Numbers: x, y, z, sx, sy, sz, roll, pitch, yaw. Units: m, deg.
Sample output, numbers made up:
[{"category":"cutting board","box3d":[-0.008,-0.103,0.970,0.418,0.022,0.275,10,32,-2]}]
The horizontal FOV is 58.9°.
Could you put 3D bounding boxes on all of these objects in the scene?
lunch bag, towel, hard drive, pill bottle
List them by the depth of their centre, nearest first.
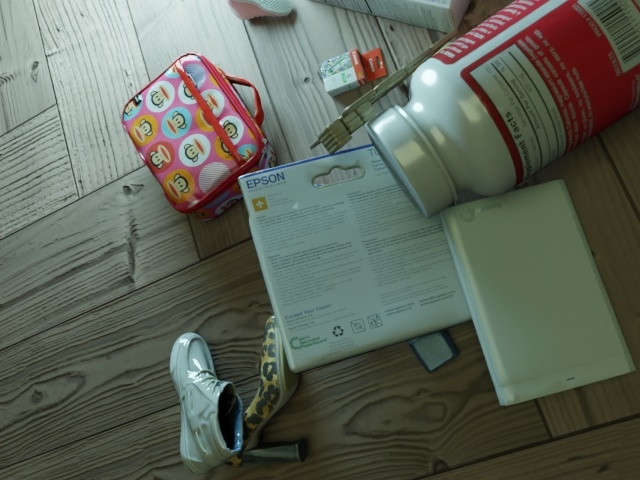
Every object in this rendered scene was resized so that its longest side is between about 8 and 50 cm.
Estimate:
[{"category":"pill bottle","box3d":[0.283,-0.212,0.834,0.408,0.229,0.229,-33,72,5]},{"category":"hard drive","box3d":[0.326,0.074,0.872,0.203,0.040,0.307,-14,77,-3]},{"category":"towel","box3d":[0.176,0.157,0.954,0.067,0.029,0.119,-34,71,11]},{"category":"lunch bag","box3d":[-0.224,-0.212,1.114,0.258,0.120,0.293,-37,73,8]}]

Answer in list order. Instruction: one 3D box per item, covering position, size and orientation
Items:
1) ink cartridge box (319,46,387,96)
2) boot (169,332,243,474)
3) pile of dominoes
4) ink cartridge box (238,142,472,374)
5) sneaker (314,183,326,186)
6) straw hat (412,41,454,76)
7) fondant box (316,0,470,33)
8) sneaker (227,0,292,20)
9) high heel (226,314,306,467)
[{"category":"ink cartridge box","box3d":[0.061,-0.321,1.064,0.115,0.029,0.062,-17,76,18]},{"category":"boot","box3d":[-0.191,0.267,1.005,0.123,0.095,0.258,-35,56,32]},{"category":"pile of dominoes","box3d":[0.103,-0.228,0.932,0.251,0.196,0.040,-38,95,-15]},{"category":"ink cartridge box","box3d":[0.063,0.014,0.931,0.324,0.071,0.330,-15,74,-8]},{"category":"sneaker","box3d":[0.000,0.000,1.010,0.083,0.087,0.221,-17,77,18]},{"category":"straw hat","box3d":[0.223,-0.293,0.984,0.145,0.061,0.144,-3,81,20]},{"category":"fondant box","box3d":[0.135,-0.541,1.034,0.330,0.096,0.238,23,91,21]},{"category":"sneaker","box3d":[-0.126,-0.476,1.151,0.134,0.070,0.050,12,76,-8]},{"category":"high heel","box3d":[-0.131,0.272,1.020,0.186,0.093,0.261,-11,81,21]}]
